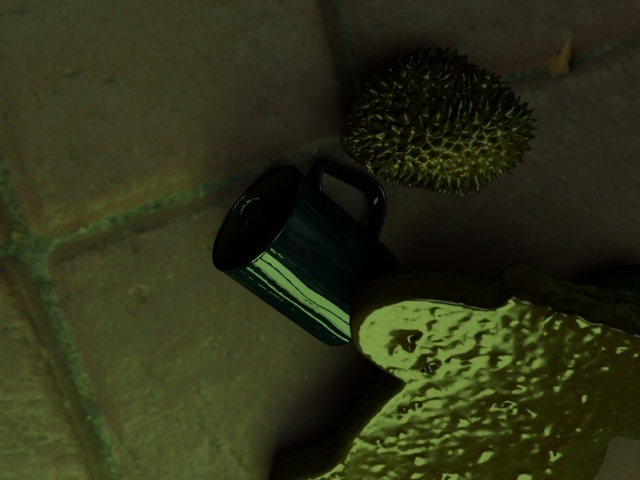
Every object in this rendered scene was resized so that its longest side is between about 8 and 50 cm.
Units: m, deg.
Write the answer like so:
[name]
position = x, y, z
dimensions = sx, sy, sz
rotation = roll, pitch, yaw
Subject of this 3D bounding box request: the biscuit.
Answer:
[biscuit]
position = 0.166, 0.172, 1.719
dimensions = 0.368, 0.076, 0.394
rotation = 12, 133, -13

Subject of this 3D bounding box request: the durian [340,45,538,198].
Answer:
[durian]
position = 0.100, -0.104, 1.630
dimensions = 0.168, 0.158, 0.137
rotation = -5, 97, -12

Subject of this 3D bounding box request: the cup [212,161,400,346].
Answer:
[cup]
position = 0.002, 0.005, 1.668
dimensions = 0.138, 0.113, 0.150
rotation = 38, 98, -27

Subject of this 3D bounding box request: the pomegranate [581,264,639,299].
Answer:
[pomegranate]
position = 0.274, 0.102, 1.778
dimensions = 0.191, 0.131, 0.152
rotation = -6, 117, -6
